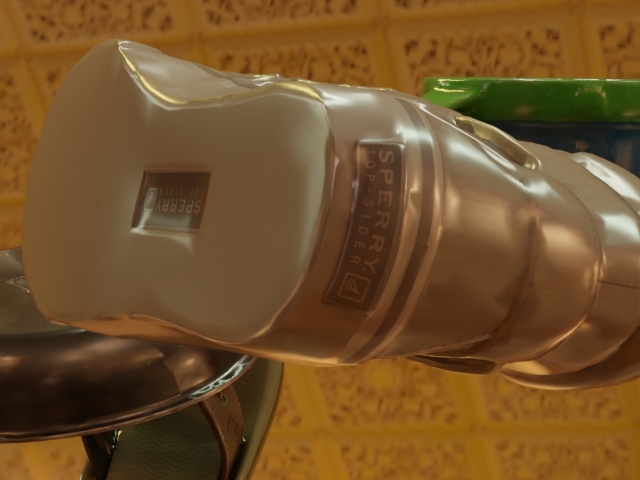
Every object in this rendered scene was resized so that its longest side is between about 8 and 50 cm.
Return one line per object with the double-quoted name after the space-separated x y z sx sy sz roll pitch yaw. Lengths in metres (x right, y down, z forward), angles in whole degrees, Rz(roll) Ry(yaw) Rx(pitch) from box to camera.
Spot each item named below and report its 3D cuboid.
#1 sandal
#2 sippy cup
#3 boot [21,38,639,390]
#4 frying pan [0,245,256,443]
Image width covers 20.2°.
-0.090 0.104 1.035 0.120 0.303 0.086 -3 -44 9 "sandal"
0.201 -0.029 1.560 0.305 0.240 0.224 1 -85 -1 "sippy cup"
0.000 0.000 0.537 0.123 0.258 0.095 15 -88 -27 "boot"
-0.187 0.054 0.834 0.326 0.197 0.053 -9 -71 -17 "frying pan"
